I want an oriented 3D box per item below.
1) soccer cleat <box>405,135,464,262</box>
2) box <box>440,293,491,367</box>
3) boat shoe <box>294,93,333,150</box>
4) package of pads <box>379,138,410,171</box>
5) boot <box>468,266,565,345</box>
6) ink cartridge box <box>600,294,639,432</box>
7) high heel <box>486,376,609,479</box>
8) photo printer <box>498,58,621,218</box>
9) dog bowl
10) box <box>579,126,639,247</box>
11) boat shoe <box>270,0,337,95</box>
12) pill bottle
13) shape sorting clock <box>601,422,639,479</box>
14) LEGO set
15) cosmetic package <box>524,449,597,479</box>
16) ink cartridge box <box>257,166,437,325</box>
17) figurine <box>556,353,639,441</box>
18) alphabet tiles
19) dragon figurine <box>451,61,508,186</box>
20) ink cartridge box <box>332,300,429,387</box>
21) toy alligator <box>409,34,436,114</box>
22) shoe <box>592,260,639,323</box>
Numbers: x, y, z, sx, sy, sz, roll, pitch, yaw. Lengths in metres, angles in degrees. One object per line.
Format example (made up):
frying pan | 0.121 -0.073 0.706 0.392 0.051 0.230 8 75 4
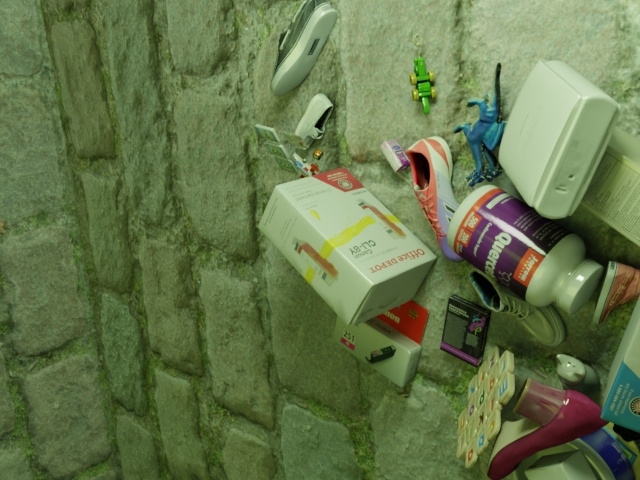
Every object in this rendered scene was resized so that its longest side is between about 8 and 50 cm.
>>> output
soccer cleat | 0.282 -0.092 1.896 0.108 0.116 0.318 -7 99 47
box | 0.372 0.232 1.990 0.116 0.029 0.162 26 123 37
boat shoe | -0.015 -0.319 2.166 0.063 0.066 0.184 46 123 25
package of pads | 0.192 -0.219 1.991 0.032 0.050 0.083 -42 73 45
boot | 0.450 0.155 1.810 0.258 0.123 0.095 51 134 20
ink cartridge box | 0.755 0.248 1.407 0.395 0.166 0.285 19 123 17
high heel | 0.482 0.450 1.691 0.181 0.127 0.377 22 142 13
photo printer | 0.464 -0.219 1.564 0.307 0.107 0.256 -95 20 -62
dog bowl | 0.578 0.540 1.783 0.265 0.104 0.265 26 127 41
box | 0.649 -0.078 1.520 0.311 0.121 0.148 44 132 26
boat shoe | -0.066 -0.531 2.101 0.102 0.108 0.301 51 132 20
pill bottle | 0.451 0.023 1.717 0.323 0.181 0.181 37 128 31
shape sorting clock | 0.650 0.487 1.789 0.206 0.040 0.206 27 128 40
LEGO set | -0.077 -0.230 2.203 0.244 0.060 0.182 21 153 39
cosmetic package | 0.556 0.578 1.676 0.117 0.085 0.231 -33 81 52
ink cartridge box | 0.071 0.005 2.034 0.385 0.279 0.160 46 131 23
figurine | 0.599 0.326 1.658 0.215 0.209 0.092 36 87 32
alphabet tiles | 0.399 0.403 1.884 0.021 0.278 0.284 21 127 -3
dragon figurine | 0.391 -0.257 1.746 0.144 0.085 0.289 46 133 24
ink cartridge box | 0.165 0.244 2.187 0.275 0.060 0.239 31 126 35
toy alligator | 0.243 -0.400 1.875 0.051 0.056 0.190 -114 15 -78
shoe | 0.636 0.121 1.650 0.081 0.063 0.178 14 135 16
